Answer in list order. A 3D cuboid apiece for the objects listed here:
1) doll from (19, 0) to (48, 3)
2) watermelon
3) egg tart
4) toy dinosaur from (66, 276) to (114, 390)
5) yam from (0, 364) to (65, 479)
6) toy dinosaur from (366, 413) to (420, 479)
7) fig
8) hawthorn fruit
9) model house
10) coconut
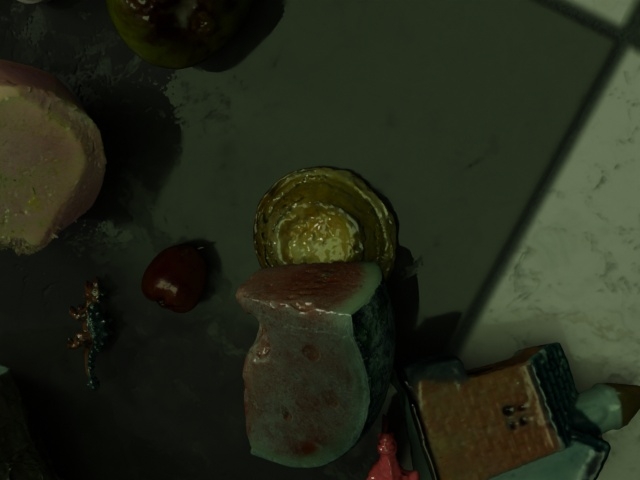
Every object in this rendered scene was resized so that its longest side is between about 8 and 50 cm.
[{"bbox_3d":[-0.461,-0.366,1.381,0.366,0.094,0.160,-7,99,13],"label":"doll"},{"bbox_3d":[-0.012,0.136,1.320,0.226,0.148,0.318,39,133,5],"label":"watermelon"},{"bbox_3d":[0.000,0.000,1.350,0.191,0.074,0.191,2,99,14],"label":"egg tart"},{"bbox_3d":[-0.305,0.125,1.439,0.055,0.049,0.154,0,93,8],"label":"toy dinosaur"},{"bbox_3d":[-0.467,0.327,1.408,0.241,0.241,0.348,-22,96,13],"label":"yam"},{"bbox_3d":[0.081,0.312,1.364,0.070,0.138,0.286,-6,136,-3],"label":"toy dinosaur"},{"bbox_3d":[-0.179,-0.313,1.298,0.181,0.181,0.191,-32,64,14],"label":"fig"},{"bbox_3d":[-0.183,0.044,1.395,0.081,0.081,0.093,24,72,7],"label":"hawthorn fruit"},{"bbox_3d":[0.250,0.233,1.297,0.291,0.184,0.253,-17,88,-1],"label":"model house"},{"bbox_3d":[-0.389,-0.106,1.332,0.233,0.245,0.233,-6,109,-20],"label":"coconut"}]
